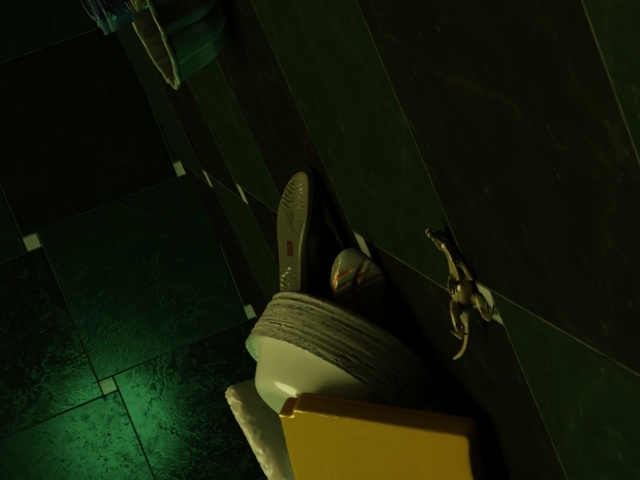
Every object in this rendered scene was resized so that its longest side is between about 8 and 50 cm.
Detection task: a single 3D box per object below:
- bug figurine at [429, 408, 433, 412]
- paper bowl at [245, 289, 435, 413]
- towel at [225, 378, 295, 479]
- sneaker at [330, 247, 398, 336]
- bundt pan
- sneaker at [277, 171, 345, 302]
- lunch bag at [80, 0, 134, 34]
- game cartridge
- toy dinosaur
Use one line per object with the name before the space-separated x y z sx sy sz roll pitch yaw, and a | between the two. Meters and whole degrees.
bug figurine | 0.195 0.402 2.034 0.216 0.072 0.279 55 167 38
paper bowl | 0.017 0.209 1.865 0.284 0.148 0.284 29 160 11
towel | 0.006 0.400 2.439 0.053 0.317 0.332 -50 62 40
sneaker | 0.054 0.078 1.868 0.215 0.084 0.083 72 171 -49
bundt pan | -0.250 -0.414 1.989 0.331 0.124 0.331 60 169 19
sneaker | 0.000 0.000 1.968 0.083 0.118 0.222 17 107 55
lunch bag | -0.357 -0.393 2.046 0.098 0.065 0.067 59 170 19
game cartridge | 0.100 0.357 1.780 0.285 0.052 0.323 6 129 23
toy dinosaur | 0.164 0.070 1.406 0.092 0.053 0.183 -101 -3 -65
